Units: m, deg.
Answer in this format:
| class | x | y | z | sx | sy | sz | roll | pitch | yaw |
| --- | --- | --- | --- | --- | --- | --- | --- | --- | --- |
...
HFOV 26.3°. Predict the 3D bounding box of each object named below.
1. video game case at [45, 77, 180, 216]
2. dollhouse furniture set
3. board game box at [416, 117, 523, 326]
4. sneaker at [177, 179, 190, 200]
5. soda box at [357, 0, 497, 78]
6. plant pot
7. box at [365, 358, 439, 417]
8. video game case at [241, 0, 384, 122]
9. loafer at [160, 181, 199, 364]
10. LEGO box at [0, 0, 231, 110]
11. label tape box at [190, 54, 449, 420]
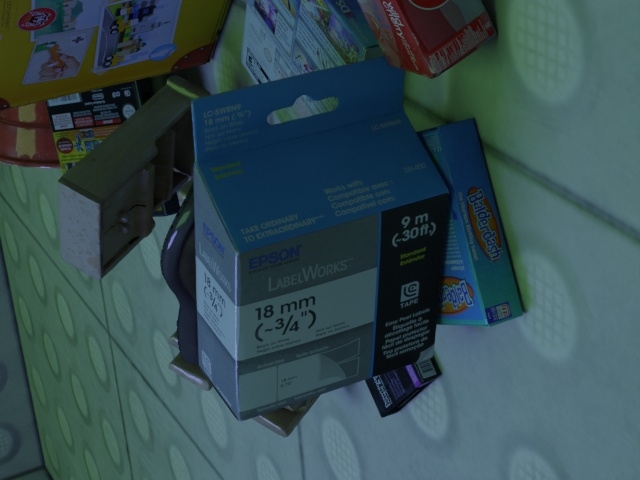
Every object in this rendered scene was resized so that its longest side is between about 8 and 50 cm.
| class | x | y | z | sx | sy | sz | roll | pitch | yaw |
| --- | --- | --- | --- | --- | --- | --- | --- | --- | --- |
| video game case | -0.330 | -0.158 | 2.114 | 0.275 | 0.035 | 0.248 | 0 | 105 | 50 |
| dollhouse furniture set | -0.114 | -0.010 | 1.826 | 0.394 | 0.256 | 0.362 | 28 | 141 | 16 |
| board game box | 0.132 | -0.015 | 1.451 | 0.160 | 0.047 | 0.210 | -4 | 101 | 66 |
| sneaker | -0.236 | -0.125 | 2.152 | 0.297 | 0.111 | 0.129 | 28 | 135 | 61 |
| soda box | 0.062 | -0.282 | 1.268 | 0.092 | 0.083 | 0.263 | 31 | 154 | 58 |
| plant pot | -0.433 | -0.281 | 2.325 | 0.272 | 0.272 | 0.265 | 30 | 124 | 59 |
| box | 0.087 | 0.143 | 1.688 | 0.116 | 0.029 | 0.162 | 66 | 158 | 16 |
| video game case | -0.004 | -0.222 | 1.601 | 0.269 | 0.061 | 0.244 | 57 | 154 | 33 |
| loafer | -0.091 | 0.035 | 1.545 | 0.130 | 0.134 | 0.366 | 17 | 151 | 10 |
| LEGO box | -0.294 | -0.395 | 1.748 | 0.193 | 0.372 | 0.500 | 66 | 156 | 18 |
| label tape box | 0.000 | 0.000 | 1.387 | 0.106 | 0.240 | 0.334 | 49 | 147 | 45 |
